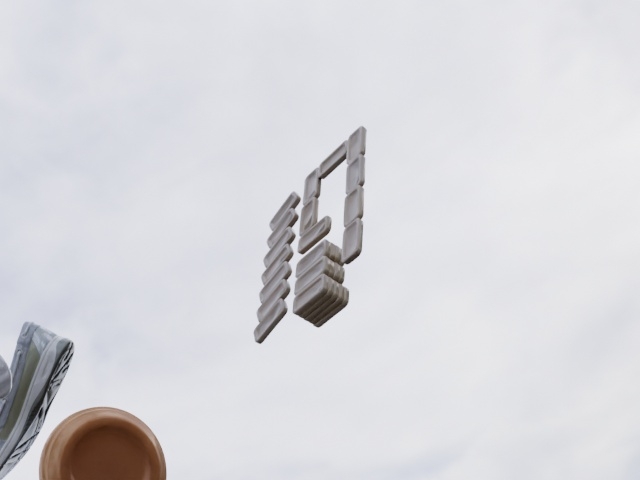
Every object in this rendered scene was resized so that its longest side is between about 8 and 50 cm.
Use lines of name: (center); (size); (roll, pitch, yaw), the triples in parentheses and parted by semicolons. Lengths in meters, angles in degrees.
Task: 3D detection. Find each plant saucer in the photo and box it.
plant saucer: (-0.321, 0.345, 1.764); (0.200, 0.200, 0.037); (-7, -16, -33)

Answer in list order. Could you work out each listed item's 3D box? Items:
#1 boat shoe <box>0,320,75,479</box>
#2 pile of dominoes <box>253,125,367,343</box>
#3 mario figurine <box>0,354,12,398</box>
boat shoe: (-0.561, 0.306, 2.142); (0.320, 0.103, 0.118); (-63, -7, 6)
pile of dominoes: (0.000, 0.000, 1.440); (0.040, 0.251, 0.196); (32, -53, -23)
mario figurine: (-0.445, 0.130, 1.180); (0.198, 0.320, 0.170); (-43, -34, 9)
